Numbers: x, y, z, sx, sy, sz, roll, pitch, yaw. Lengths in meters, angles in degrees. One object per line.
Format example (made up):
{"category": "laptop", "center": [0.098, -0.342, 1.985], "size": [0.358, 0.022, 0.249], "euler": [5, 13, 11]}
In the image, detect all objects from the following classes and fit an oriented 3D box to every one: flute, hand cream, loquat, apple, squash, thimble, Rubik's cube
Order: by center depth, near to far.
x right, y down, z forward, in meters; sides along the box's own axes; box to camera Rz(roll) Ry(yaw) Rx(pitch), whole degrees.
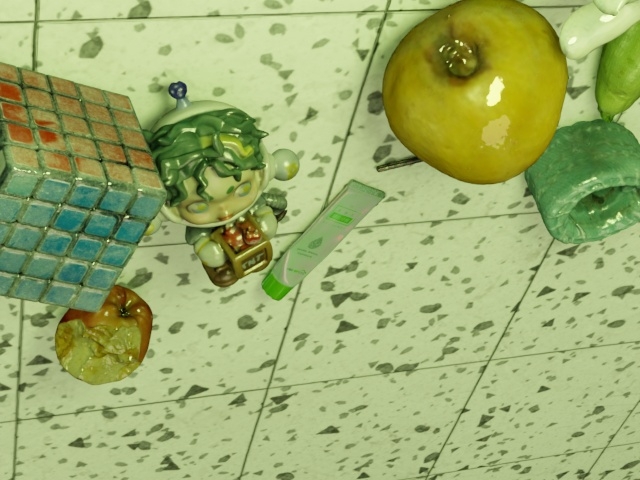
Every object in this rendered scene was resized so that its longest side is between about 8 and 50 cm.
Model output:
{"category": "Rubik's cube", "center": [-0.383, -0.070, 1.776], "size": [0.237, 0.238, 0.237], "euler": [14, 125, -34]}
{"category": "loquat", "center": [0.231, -0.211, 1.873], "size": [0.275, 0.274, 0.274], "euler": [-13, 144, -9]}
{"category": "squash", "center": [0.503, -0.317, 1.990], "size": [0.118, 0.118, 0.370], "euler": [-2, 145, -23]}
{"category": "flute", "center": [0.223, -0.150, 2.161], "size": [0.270, 0.014, 0.014], "euler": [-15, 144, -7]}
{"category": "apple", "center": [-0.359, 0.154, 2.189], "size": [0.156, 0.147, 0.158], "euler": [37, 111, -13]}
{"category": "thimble", "center": [0.472, -0.101, 2.233], "size": [0.235, 0.143, 0.198], "euler": [3, 140, -28]}
{"category": "hand cream", "center": [0.000, -0.001, 2.239], "size": [0.275, 0.050, 0.079], "euler": [-46, 164, 26]}

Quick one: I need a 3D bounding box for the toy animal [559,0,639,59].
{"category": "toy animal", "center": [0.489, -0.364, 1.718], "size": [0.368, 0.241, 0.196], "euler": [-21, 164, -14]}

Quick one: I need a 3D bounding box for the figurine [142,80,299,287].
{"category": "figurine", "center": [-0.160, -0.063, 1.943], "size": [0.261, 0.186, 0.382], "euler": [-35, 145, -16]}
